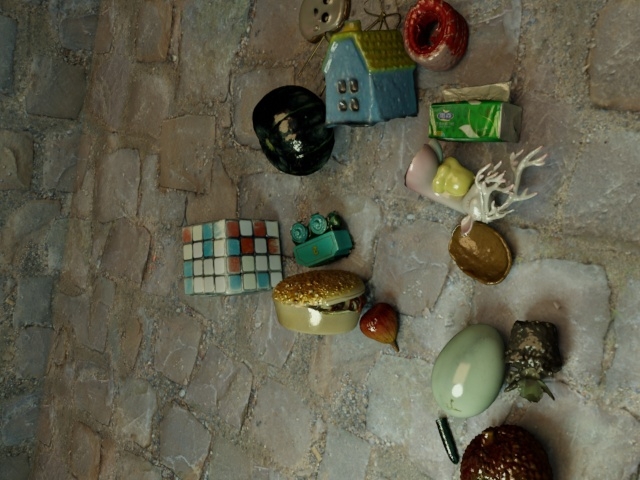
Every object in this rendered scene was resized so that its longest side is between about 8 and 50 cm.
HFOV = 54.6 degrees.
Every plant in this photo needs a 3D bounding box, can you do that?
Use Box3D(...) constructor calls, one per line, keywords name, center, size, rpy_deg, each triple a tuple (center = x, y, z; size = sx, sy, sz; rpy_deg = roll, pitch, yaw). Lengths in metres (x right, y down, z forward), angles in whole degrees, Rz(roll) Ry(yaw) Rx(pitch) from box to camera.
Box3D(name="plant", center=(0.535, 0.302, 1.569), size=(0.142, 0.131, 0.203), rpy_deg=(-4, 84, 29))

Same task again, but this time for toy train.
Box3D(name="toy train", center=(0.000, 0.000, 2.026), size=(0.203, 0.112, 0.163), rpy_deg=(-24, 79, 38))

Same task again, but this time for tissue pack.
Box3D(name="tissue pack", center=(0.420, -0.344, 1.675), size=(0.209, 0.148, 0.156), rpy_deg=(7, 95, 39))

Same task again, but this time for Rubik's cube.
Box3D(name="Rubik's cube", center=(-0.309, 0.064, 2.167), size=(0.259, 0.253, 0.256), rpy_deg=(-11, 81, 45))

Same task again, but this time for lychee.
Box3D(name="lychee", center=(0.472, 0.596, 1.559), size=(0.236, 0.236, 0.271), rpy_deg=(-30, 87, 34))

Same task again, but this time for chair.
Box3D(name="chair", center=(0.083, -0.615, 1.955), size=(0.160, 0.170, 0.326), rpy_deg=(52, 125, 28))

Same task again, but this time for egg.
Box3D(name="egg", center=(0.398, 0.346, 1.650), size=(0.183, 0.183, 0.264), rpy_deg=(29, 101, 36))

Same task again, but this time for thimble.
Box3D(name="thimble", center=(0.329, -0.586, 1.772), size=(0.163, 0.125, 0.190), rpy_deg=(-13, 81, 35))

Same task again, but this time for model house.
Box3D(name="model house", center=(0.140, -0.483, 1.807), size=(0.215, 0.237, 0.303), rpy_deg=(14, 115, 40))

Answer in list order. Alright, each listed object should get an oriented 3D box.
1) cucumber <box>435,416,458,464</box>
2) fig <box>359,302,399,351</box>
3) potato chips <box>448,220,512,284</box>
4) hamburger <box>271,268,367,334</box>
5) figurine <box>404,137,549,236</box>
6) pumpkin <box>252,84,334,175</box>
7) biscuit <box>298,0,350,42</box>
Box3D(name="cucumber", center=(0.363, 0.574, 1.768), size=(0.032, 0.032, 0.133), rpy_deg=(-27, 74, 35))
Box3D(name="fig", center=(0.185, 0.267, 1.866), size=(0.119, 0.119, 0.153), rpy_deg=(-40, 66, 31))
Box3D(name="potato chips", center=(0.443, 0.031, 1.708), size=(0.201, 0.049, 0.150), rpy_deg=(34, 105, 33))
Box3D(name="hamburger", center=(-0.003, 0.180, 1.920), size=(0.302, 0.302, 0.170), rpy_deg=(10, 103, 38))
Box3D(name="figurine", center=(0.392, -0.152, 1.614), size=(0.315, 0.206, 0.284), rpy_deg=(32, 137, 14))
Box3D(name="pumpkin", center=(-0.074, -0.362, 2.004), size=(0.315, 0.238, 0.315), rpy_deg=(56, 162, 28))
Box3D(name="biscuit", center=(0.007, -0.772, 2.085), size=(0.208, 0.049, 0.181), rpy_deg=(-8, 84, 40))
